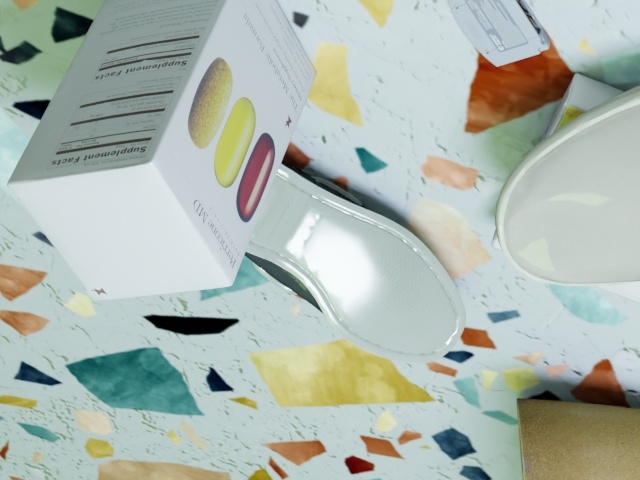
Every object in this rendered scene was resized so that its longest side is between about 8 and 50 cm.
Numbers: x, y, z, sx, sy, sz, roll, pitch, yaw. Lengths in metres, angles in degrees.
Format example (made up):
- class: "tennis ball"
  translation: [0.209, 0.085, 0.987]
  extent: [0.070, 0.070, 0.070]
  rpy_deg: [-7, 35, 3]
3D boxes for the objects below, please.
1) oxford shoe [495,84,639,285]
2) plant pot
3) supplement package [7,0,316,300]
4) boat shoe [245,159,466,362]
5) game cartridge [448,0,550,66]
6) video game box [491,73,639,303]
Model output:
- class: "oxford shoe"
  translation: [0.341, -0.040, 1.292]
  extent: [0.449, 0.130, 0.169]
  rpy_deg: [-9, 123, 20]
- class: "plant pot"
  translation: [0.317, 0.256, 1.634]
  extent: [0.254, 0.237, 0.237]
  rpy_deg: [-5, 136, 4]
- class: "supplement package"
  translation: [-0.117, -0.089, 1.376]
  extent: [0.133, 0.244, 0.139]
  rpy_deg: [-7, 134, 28]
- class: "boat shoe"
  translation: [0.000, 0.000, 1.554]
  extent: [0.302, 0.091, 0.114]
  rpy_deg: [40, 92, -20]
- class: "game cartridge"
  translation: [0.134, -0.172, 1.360]
  extent: [0.056, 0.017, 0.083]
  rpy_deg: [-17, 128, 31]
- class: "video game box"
  translation: [0.266, -0.029, 1.444]
  extent: [0.205, 0.048, 0.187]
  rpy_deg: [21, 141, -2]
